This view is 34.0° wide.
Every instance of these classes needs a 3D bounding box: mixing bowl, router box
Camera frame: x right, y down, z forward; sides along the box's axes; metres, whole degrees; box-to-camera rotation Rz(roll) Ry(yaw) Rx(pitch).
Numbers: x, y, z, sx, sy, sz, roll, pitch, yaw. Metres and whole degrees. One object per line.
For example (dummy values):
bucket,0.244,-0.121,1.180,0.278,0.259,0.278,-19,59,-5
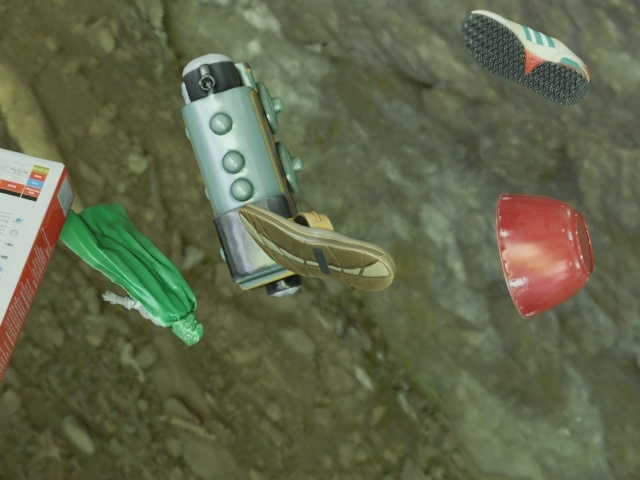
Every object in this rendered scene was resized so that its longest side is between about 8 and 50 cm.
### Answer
mixing bowl,0.317,0.012,1.442,0.181,0.098,0.181,41,43,-54
router box,-0.500,0.014,1.217,0.082,0.336,0.301,100,5,-64

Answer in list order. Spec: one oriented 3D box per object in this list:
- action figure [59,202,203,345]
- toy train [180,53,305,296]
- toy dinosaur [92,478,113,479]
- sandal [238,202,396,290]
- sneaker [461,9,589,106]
action figure,-0.233,0.048,1.338,0.232,0.063,0.137,43,35,17
toy train,-0.096,-0.086,1.377,0.190,0.142,0.333,33,41,-85
toy dinosaur,-0.181,0.309,1.116,0.118,0.268,0.064,-26,124,-61
sandal,0.000,0.000,1.024,0.180,0.049,0.072,16,-38,30
sneaker,0.236,-0.213,1.194,0.161,0.057,0.075,31,32,5
